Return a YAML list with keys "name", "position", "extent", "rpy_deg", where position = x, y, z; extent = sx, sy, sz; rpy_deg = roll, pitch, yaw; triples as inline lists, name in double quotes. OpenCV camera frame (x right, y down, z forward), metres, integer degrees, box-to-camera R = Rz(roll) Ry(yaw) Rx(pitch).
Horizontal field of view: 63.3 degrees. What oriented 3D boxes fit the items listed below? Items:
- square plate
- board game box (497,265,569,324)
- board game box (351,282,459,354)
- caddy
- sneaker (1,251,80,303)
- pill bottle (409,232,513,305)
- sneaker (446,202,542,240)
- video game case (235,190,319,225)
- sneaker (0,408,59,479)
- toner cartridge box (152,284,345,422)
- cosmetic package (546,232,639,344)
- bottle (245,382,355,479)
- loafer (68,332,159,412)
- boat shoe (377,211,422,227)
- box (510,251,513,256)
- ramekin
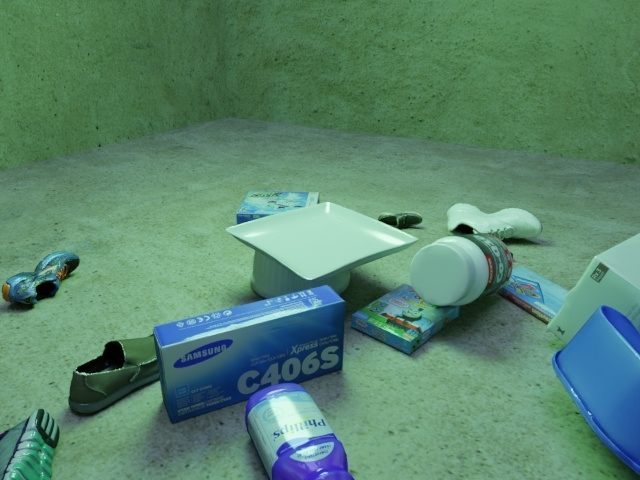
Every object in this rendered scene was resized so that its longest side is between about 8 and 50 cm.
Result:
- name: "square plate"
  position: [0.000, 0.000, 1.278]
  extent: [0.347, 0.049, 0.344]
  rpy_deg: [-18, 30, -36]
- name: "board game box"
  position: [0.557, 0.143, 1.301]
  extent: [0.145, 0.027, 0.281]
  rpy_deg: [-8, 25, -23]
- name: "board game box"
  position: [0.200, 0.175, 1.207]
  extent: [0.160, 0.039, 0.211]
  rpy_deg: [20, 29, 38]
- name: "caddy"
  position: [0.529, 0.264, 0.840]
  extent: [0.241, 0.179, 0.341]
  rpy_deg: [23, 22, -8]
- name: "sneaker"
  position: [-0.697, 0.103, 1.334]
  extent: [0.087, 0.083, 0.221]
  rpy_deg: [20, 33, 11]
- name: "pill bottle"
  position: [0.335, 0.067, 1.224]
  extent: [0.161, 0.161, 0.283]
  rpy_deg: [17, 13, 34]
- name: "sneaker"
  position: [0.547, -0.035, 1.656]
  extent: [0.297, 0.111, 0.129]
  rpy_deg: [5, 39, 20]
- name: "video game case"
  position: [-0.144, -0.112, 1.846]
  extent: [0.270, 0.061, 0.244]
  rpy_deg: [1, 22, 3]
- name: "sneaker"
  position: [-0.458, 0.352, 0.767]
  extent: [0.098, 0.083, 0.223]
  rpy_deg: [-25, 23, -6]
- name: "toner cartridge box"
  position: [-0.122, 0.205, 0.975]
  extent: [0.348, 0.165, 0.075]
  rpy_deg: [-12, 26, -25]
- name: "cosmetic package"
  position: [0.694, 0.106, 1.122]
  extent: [0.385, 0.217, 0.156]
  rpy_deg: [-20, 48, -34]
- name: "bottle"
  position: [-0.022, 0.329, 0.773]
  extent: [0.118, 0.092, 0.283]
  rpy_deg: [-9, 25, -22]
- name: "loafer"
  position: [-0.366, 0.231, 1.003]
  extent: [0.094, 0.087, 0.251]
  rpy_deg: [14, 27, 29]
- name: "boat shoe"
  position: [0.268, -0.065, 1.758]
  extent: [0.152, 0.056, 0.049]
  rpy_deg: [-1, 26, 21]
- name: "box"
  position: [0.469, 0.036, 1.547]
  extent: [0.162, 0.029, 0.116]
  rpy_deg: [-7, 24, -14]
- name: "ramekin"
  position: [-0.053, 0.050, 1.383]
  extent: [0.273, 0.127, 0.273]
  rpy_deg: [1, 23, 0]
